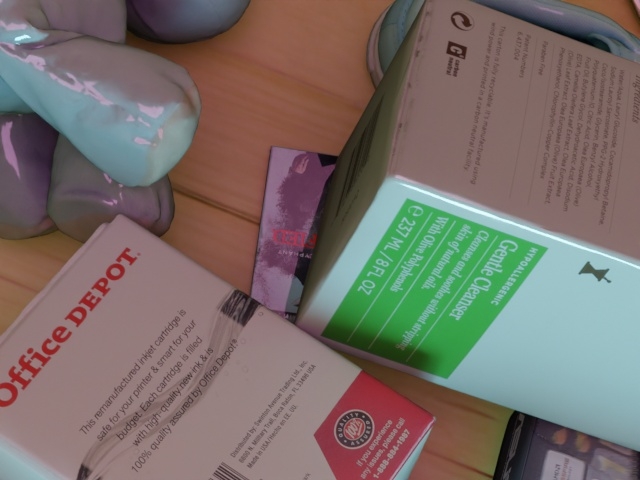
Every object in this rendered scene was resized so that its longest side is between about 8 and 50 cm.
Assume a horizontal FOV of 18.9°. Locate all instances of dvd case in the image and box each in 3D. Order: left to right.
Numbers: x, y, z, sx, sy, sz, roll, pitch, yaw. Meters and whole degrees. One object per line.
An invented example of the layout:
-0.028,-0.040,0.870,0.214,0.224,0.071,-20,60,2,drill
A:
0.000,0.000,1.309,0.087,0.013,0.119,9,85,-3,dvd case

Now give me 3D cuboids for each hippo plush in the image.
-0.177,-0.156,1.245,0.294,0.234,0.237,38,52,-14,hippo plush

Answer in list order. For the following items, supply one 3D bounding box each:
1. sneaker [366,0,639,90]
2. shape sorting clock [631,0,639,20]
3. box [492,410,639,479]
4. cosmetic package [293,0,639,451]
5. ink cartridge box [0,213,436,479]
0.203,-0.066,1.259,0.365,0.150,0.135,20,85,-2,sneaker
0.312,-0.202,1.334,0.206,0.040,0.206,0,84,-3,shape sorting clock
0.228,0.309,1.166,0.318,0.097,0.395,22,56,-3,box
0.192,0.012,1.162,0.365,0.197,0.155,19,55,-6,cosmetic package
-0.080,0.123,1.149,0.237,0.100,0.172,32,57,10,ink cartridge box
